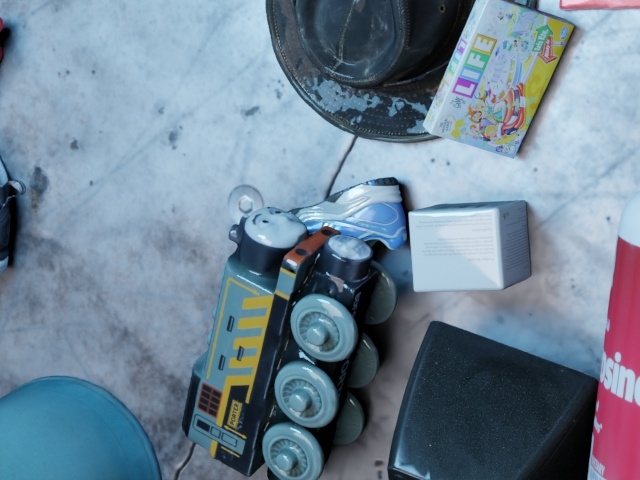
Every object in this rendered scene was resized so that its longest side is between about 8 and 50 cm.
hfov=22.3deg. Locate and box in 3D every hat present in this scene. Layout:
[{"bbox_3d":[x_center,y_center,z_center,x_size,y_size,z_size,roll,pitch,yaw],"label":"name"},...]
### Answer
[{"bbox_3d":[0.058,-0.260,1.695,0.331,0.134,0.331,4,99,26],"label":"hat"}]

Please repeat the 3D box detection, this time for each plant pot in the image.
[{"bbox_3d":[0.165,0.225,1.653,0.188,0.167,0.187,18,144,22],"label":"plant pot"},{"bbox_3d":[-0.367,0.320,1.920,0.271,0.255,0.272,4,100,25],"label":"plant pot"}]

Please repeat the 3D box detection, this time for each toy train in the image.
[{"bbox_3d":[-0.040,0.122,1.765,0.190,0.142,0.334,25,124,18],"label":"toy train"}]

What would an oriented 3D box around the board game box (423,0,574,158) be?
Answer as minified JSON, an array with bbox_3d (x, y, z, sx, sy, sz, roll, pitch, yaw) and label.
[{"bbox_3d":[0.183,-0.170,1.671,0.103,0.026,0.154,15,110,-22],"label":"board game box"}]

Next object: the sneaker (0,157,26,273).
[{"bbox_3d":[-0.485,-0.074,2.003,0.268,0.101,0.153,27,107,10],"label":"sneaker"}]

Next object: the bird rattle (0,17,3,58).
[{"bbox_3d":[-0.505,-0.268,1.968,0.253,0.143,0.207,-7,75,18],"label":"bird rattle"}]

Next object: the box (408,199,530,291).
[{"bbox_3d":[0.158,0.005,1.703,0.101,0.102,0.087,-2,95,25],"label":"box"}]

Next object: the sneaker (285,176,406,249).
[{"bbox_3d":[0.000,0.000,1.791,0.211,0.080,0.081,-22,85,28],"label":"sneaker"}]

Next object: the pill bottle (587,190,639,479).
[{"bbox_3d":[0.386,0.079,1.534,0.229,0.229,0.408,10,101,24],"label":"pill bottle"}]

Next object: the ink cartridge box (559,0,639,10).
[{"bbox_3d":[0.350,-0.370,1.574,0.261,0.066,0.296,2,99,24],"label":"ink cartridge box"}]
